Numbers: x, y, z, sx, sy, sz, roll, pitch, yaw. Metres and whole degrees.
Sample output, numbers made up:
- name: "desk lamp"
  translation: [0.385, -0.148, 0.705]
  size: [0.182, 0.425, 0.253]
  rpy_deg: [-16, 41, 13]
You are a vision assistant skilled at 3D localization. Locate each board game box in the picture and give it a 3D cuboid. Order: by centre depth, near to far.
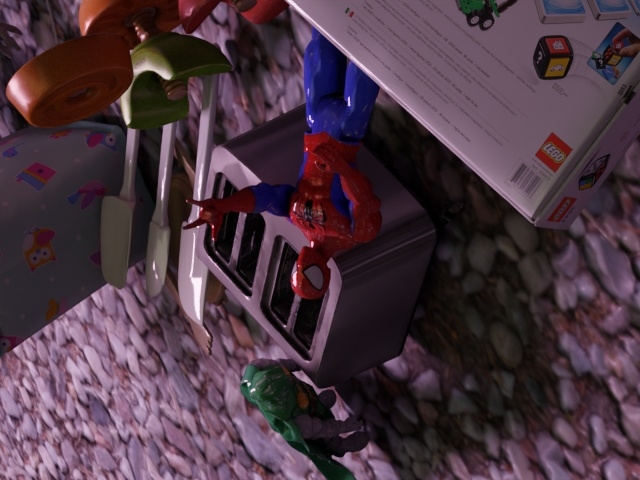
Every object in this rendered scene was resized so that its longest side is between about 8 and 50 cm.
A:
- name: "board game box"
  translation: [0.091, -0.175, 1.016]
  size: [0.305, 0.053, 0.193]
  rpy_deg: [45, 110, 28]

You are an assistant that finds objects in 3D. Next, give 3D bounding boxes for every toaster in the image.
- name: "toaster"
  translation: [0.000, 0.000, 1.305]
  size: [0.168, 0.110, 0.185]
  rpy_deg: [46, 143, 26]

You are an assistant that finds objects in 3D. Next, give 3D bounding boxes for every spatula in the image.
- name: "spatula"
  translation: [-0.141, -0.062, 1.477]
  size: [0.168, 0.019, 0.242]
  rpy_deg: [22, 111, 52]

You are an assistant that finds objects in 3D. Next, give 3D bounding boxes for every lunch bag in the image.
- name: "lunch bag"
  translation: [-0.312, -0.013, 1.637]
  size: [0.262, 0.223, 0.160]
  rpy_deg: [12, 132, 51]

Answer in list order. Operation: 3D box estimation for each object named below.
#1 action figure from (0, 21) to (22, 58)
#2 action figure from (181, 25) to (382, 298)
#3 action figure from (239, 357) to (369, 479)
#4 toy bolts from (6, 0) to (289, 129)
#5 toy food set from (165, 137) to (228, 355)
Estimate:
- name: "action figure"
  translation: [-0.378, -0.179, 1.683]
  size: [0.164, 0.141, 0.275]
  rpy_deg: [-34, 59, 49]
- name: "action figure"
  translation: [-0.007, -0.091, 1.131]
  size: [0.091, 0.139, 0.280]
  rpy_deg: [15, 105, 31]
- name: "action figure"
  translation: [-0.015, 0.137, 1.367]
  size: [0.137, 0.063, 0.232]
  rpy_deg: [49, -179, 18]
- name: "toy bolts"
  translation: [-0.149, -0.207, 1.314]
  size: [0.228, 0.218, 0.158]
  rpy_deg: [-38, 72, 39]
- name: "toy food set"
  translation: [-0.104, -0.001, 1.529]
  size: [0.132, 0.039, 0.192]
  rpy_deg: [56, 152, 33]
